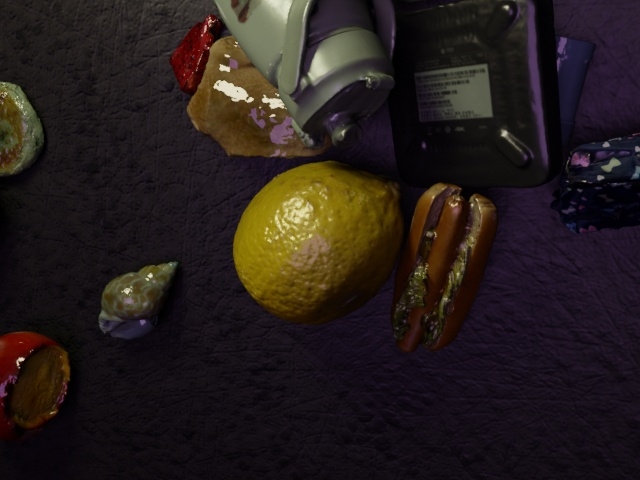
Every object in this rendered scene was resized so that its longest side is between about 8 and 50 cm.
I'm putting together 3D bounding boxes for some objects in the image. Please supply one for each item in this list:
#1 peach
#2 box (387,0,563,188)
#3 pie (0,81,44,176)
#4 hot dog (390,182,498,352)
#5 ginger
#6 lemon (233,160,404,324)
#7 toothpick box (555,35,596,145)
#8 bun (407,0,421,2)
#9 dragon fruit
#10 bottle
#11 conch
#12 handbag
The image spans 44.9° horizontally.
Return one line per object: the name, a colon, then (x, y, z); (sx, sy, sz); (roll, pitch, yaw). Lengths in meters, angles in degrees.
peach: (-0.589, 0.283, 1.519); (0.226, 0.196, 0.190); (-36, 125, 23)
box: (0.217, -0.217, 1.159); (0.290, 0.073, 0.288); (5, 107, 47)
pie: (-0.615, -0.213, 1.479); (0.187, 0.041, 0.186); (4, 104, 17)
hot dog: (0.186, 0.065, 1.243); (0.135, 0.100, 0.337); (19, 127, 9)
ginger: (-0.094, -0.234, 1.278); (0.276, 0.130, 0.221); (-9, 92, 13)
lemon: (0.000, 0.000, 1.242); (0.310, 0.253, 0.253); (-38, 90, 21)
toothpick box: (0.343, -0.227, 1.163); (0.101, 0.101, 0.153); (15, 105, 13)
bun: (0.153, -0.454, 1.154); (0.196, 0.118, 0.195); (7, 109, 20)
dragon fruit: (-0.207, -0.317, 1.322); (0.097, 0.063, 0.131); (42, 111, 3)
bottle: (-0.013, -0.309, 1.128); (0.229, 0.229, 0.351); (-35, 69, 21)
conch: (-0.351, 0.113, 1.453); (0.116, 0.106, 0.173); (21, 128, -10)
handbag: (0.469, -0.088, 1.124); (0.261, 0.162, 0.113); (-11, 58, 7)
